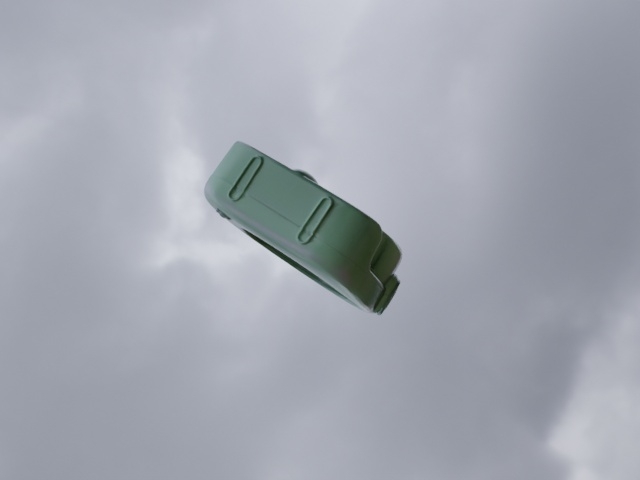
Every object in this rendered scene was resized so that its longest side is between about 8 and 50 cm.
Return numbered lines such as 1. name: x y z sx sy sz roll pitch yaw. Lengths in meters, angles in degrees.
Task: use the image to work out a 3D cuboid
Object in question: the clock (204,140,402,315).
1. clock: 0.000 0.000 0.807 0.066 0.159 0.211 -56 -25 -4
